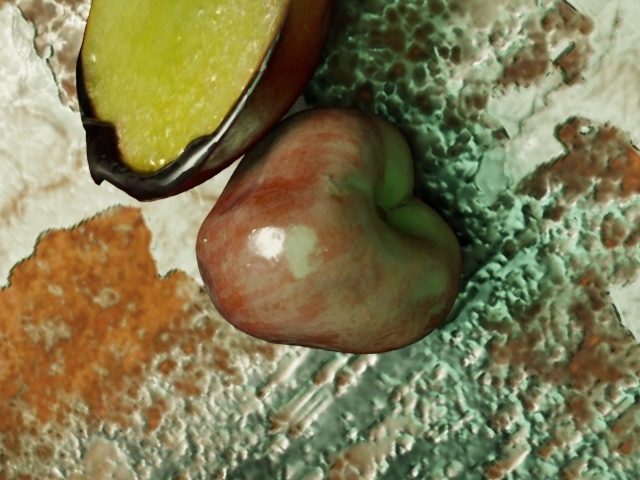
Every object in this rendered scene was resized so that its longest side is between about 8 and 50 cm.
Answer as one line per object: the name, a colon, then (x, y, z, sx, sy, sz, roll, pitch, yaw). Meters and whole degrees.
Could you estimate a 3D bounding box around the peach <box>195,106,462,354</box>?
peach: (0.000, 0.000, 0.958, 0.152, 0.152, 0.152, 5, 104, 20)

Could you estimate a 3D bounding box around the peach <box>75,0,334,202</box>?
peach: (-0.055, -0.152, 0.959, 0.189, 0.068, 0.279, 25, 92, 43)
